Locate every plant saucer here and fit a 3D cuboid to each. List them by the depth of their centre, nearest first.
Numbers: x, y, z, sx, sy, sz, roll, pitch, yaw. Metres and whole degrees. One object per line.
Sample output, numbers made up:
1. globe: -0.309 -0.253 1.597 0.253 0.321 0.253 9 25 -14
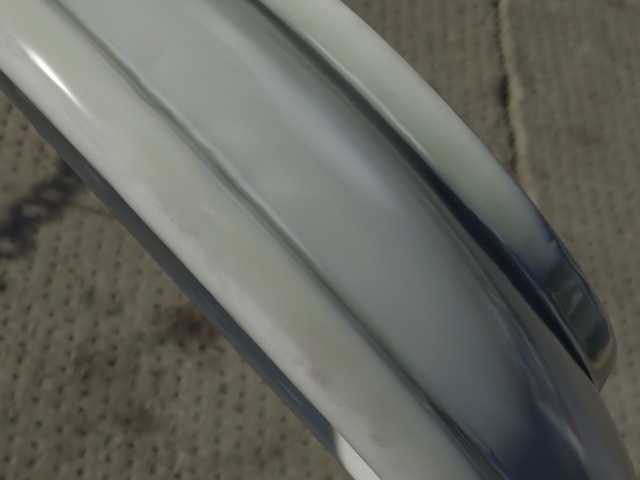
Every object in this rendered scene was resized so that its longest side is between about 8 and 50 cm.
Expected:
1. plant saucer: 0.000 0.000 0.625 0.100 0.400 0.400 -43 67 -5
